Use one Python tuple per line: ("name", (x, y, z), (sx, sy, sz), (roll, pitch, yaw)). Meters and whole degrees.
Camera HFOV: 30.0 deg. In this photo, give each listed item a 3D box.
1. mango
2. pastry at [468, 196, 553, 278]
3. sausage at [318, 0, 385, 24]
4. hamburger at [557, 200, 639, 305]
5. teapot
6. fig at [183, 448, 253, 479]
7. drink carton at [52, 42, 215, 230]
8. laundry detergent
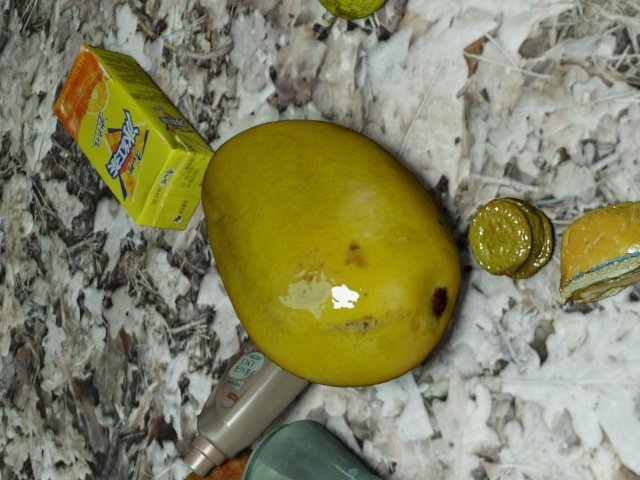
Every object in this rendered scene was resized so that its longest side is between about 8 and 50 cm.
("mango", (0.000, 0.000, 1.575), (0.300, 0.232, 0.446), (-37, 50, -4))
("pastry", (0.234, -0.003, 1.479), (0.109, 0.057, 0.097), (36, 112, 44))
("sausage", (0.087, -0.451, 1.647), (0.123, 0.123, 0.347), (46, 117, 39))
("hamburger", (0.329, 0.000, 1.358), (0.176, 0.087, 0.102), (-32, 64, 41))
("teapot", (0.009, 0.355, 1.574), (0.225, 0.203, 0.171), (19, 134, 40))
("fig", (-0.116, 0.393, 1.737), (0.148, 0.202, 0.149), (-28, 20, 9))
("drink carton", (-0.319, -0.181, 2.039), (0.351, 0.111, 0.155), (49, 119, 39))
("laundry detergent", (-0.114, 0.227, 1.713), (0.237, 0.076, 0.171), (-48, 21, -10))
